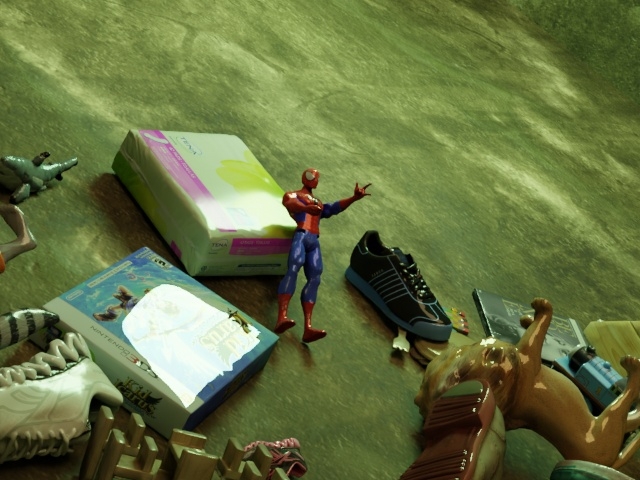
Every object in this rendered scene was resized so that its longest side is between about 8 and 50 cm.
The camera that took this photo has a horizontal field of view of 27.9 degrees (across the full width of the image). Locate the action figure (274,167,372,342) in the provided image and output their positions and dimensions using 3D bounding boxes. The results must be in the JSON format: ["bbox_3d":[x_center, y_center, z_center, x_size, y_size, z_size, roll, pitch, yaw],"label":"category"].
[{"bbox_3d":[0.000,0.000,1.957,0.091,0.139,0.280,22,55,-33],"label":"action figure"}]

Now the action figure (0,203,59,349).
[{"bbox_3d":[-0.402,0.080,1.412,0.178,0.341,0.330,43,26,-6],"label":"action figure"}]

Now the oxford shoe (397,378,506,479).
[{"bbox_3d":[0.185,0.334,1.712,0.130,0.123,0.348,58,39,-19],"label":"oxford shoe"}]

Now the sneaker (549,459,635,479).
[{"bbox_3d":[0.438,0.415,1.812,0.302,0.121,0.108,24,-23,36],"label":"sneaker"}]

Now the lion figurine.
[{"bbox_3d":[0.349,0.250,1.932,0.392,0.142,0.240,29,65,2],"label":"lion figurine"}]

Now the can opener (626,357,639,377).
[{"bbox_3d":[0.573,0.259,2.082,0.186,0.059,0.073,35,-2,31],"label":"can opener"}]

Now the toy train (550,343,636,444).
[{"bbox_3d":[0.458,0.249,2.113,0.080,0.105,0.184,-5,42,-47],"label":"toy train"}]

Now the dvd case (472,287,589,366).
[{"bbox_3d":[0.383,0.165,2.282,0.221,0.018,0.164,19,29,-18],"label":"dvd case"}]

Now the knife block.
[{"bbox_3d":[0.567,0.261,2.229,0.088,0.242,0.275,17,-12,-30],"label":"knife block"}]

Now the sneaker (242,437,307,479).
[{"bbox_3d":[-0.063,0.288,1.649,0.119,0.047,0.057,-2,52,-42],"label":"sneaker"}]

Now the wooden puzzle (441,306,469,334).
[{"bbox_3d":[0.229,0.137,2.203,0.049,0.006,0.083,22,28,-12],"label":"wooden puzzle"}]

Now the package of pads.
[{"bbox_3d":[-0.169,-0.065,2.082,0.229,0.101,0.296,0,39,-42],"label":"package of pads"}]

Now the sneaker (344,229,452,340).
[{"bbox_3d":[0.134,0.072,2.113,0.232,0.090,0.081,37,28,32],"label":"sneaker"}]

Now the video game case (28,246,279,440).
[{"bbox_3d":[-0.218,0.132,1.750,0.244,0.061,0.269,34,28,10],"label":"video game case"}]

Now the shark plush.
[{"bbox_3d":[-0.426,-0.104,1.952,0.161,0.067,0.073,-3,40,-44],"label":"shark plush"}]

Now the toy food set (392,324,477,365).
[{"bbox_3d":[0.207,0.187,2.076,0.192,0.038,0.132,16,23,0],"label":"toy food set"}]

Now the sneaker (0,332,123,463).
[{"bbox_3d":[-0.335,0.205,1.483,0.118,0.110,0.292,45,32,8],"label":"sneaker"}]

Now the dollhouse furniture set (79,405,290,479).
[{"bbox_3d":[-0.156,0.321,1.453,0.212,0.161,0.242,17,7,-21],"label":"dollhouse furniture set"}]
